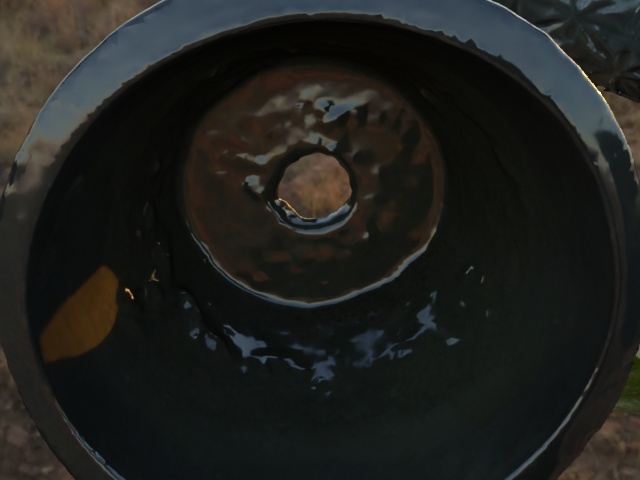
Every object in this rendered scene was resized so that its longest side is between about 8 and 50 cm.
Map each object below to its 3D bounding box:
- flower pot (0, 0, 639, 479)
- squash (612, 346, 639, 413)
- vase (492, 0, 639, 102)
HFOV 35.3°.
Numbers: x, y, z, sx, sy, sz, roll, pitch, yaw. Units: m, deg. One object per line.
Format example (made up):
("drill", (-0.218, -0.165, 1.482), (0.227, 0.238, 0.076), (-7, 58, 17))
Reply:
("flower pot", (0.000, 0.000, 0.470), (0.269, 0.269, 0.166), (0, 20, -1))
("squash", (0.202, 0.091, 0.725), (0.069, 0.069, 0.239), (-13, -2, -23))
("vase", (0.111, -0.182, 0.659), (0.300, 0.156, 0.251), (28, 69, 17))
